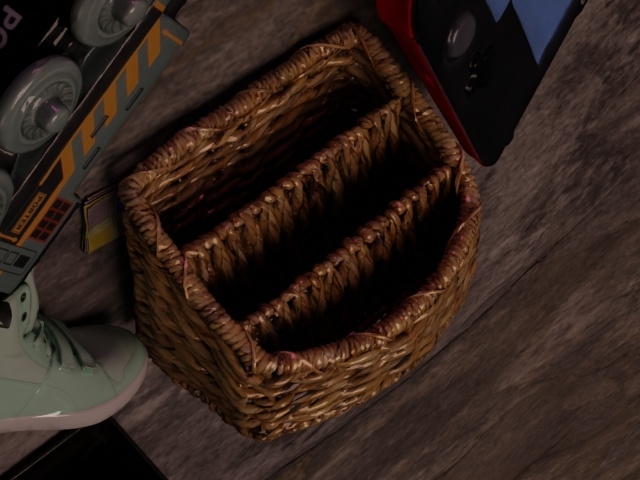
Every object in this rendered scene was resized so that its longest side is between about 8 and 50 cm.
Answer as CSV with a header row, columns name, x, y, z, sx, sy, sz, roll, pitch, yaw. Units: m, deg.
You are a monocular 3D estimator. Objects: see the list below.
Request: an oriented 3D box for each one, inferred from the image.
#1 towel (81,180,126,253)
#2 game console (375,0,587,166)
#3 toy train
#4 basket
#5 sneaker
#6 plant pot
name,x,y,z,sx,sy,sz,roll,pitch,yaw
towel,-0.166,-0.025,1.522,0.083,0.009,0.060,-27,141,-34
game console,0.192,-0.289,1.587,0.386,0.060,0.342,-60,150,-11
toy train,-0.206,-0.108,1.275,0.334,0.142,0.190,-55,161,3
basket,0.000,0.000,1.558,0.299,0.213,0.223,-36,147,-29
sneaker,-0.222,0.072,1.471,0.256,0.094,0.151,-11,128,-49
plant pot,-0.212,0.308,1.663,0.188,0.187,0.167,-36,158,-25
